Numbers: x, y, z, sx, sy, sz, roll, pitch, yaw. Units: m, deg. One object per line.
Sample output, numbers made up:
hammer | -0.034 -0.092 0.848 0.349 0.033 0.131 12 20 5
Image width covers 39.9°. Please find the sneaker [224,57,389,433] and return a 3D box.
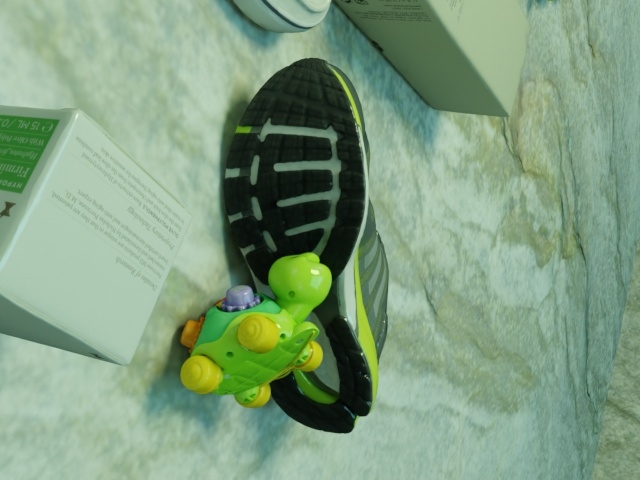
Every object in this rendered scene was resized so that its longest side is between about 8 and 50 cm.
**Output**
sneaker | 0.000 0.000 0.698 0.121 0.111 0.299 -60 151 -58

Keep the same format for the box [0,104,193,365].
box | -0.138 -0.004 0.419 0.102 0.101 0.087 48 57 -54

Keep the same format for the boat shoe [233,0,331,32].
boat shoe | -0.031 -0.240 0.558 0.096 0.088 0.267 -62 147 -31

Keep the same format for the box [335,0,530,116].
box | 0.113 -0.215 0.827 0.275 0.094 0.113 31 72 -61

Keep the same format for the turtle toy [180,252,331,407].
turtle toy | -0.043 0.062 0.624 0.130 0.066 0.095 -37 150 10
